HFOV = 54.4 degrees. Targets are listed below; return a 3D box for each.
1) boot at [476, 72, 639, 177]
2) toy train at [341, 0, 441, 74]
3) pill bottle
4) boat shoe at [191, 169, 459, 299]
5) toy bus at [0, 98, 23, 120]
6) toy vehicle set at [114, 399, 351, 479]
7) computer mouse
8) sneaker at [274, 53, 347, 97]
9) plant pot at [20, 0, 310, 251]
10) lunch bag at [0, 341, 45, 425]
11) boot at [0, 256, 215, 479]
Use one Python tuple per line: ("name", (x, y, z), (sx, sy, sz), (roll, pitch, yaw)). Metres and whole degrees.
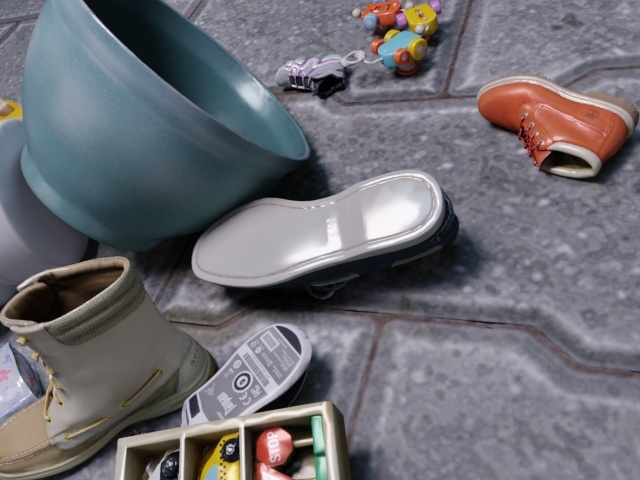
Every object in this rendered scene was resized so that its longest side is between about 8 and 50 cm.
("boot", (0.213, -0.111, 0.608), (0.157, 0.059, 0.085), (24, 68, 36))
("toy train", (0.092, -0.260, 0.805), (0.125, 0.046, 0.166), (-1, 47, 24))
("pill bottle", (-0.464, 0.003, 0.694), (0.360, 0.204, 0.204), (-17, 46, 8))
("boat shoe", (0.000, 0.000, 0.579), (0.254, 0.079, 0.095), (-17, 61, 20))
("toy bus", (-0.428, -0.150, 0.886), (0.190, 0.104, 0.202), (-14, 46, 11))
("toy vehicle set", (-0.054, 0.245, 0.384), (0.165, 0.035, 0.267), (-14, 55, 11))
("computer mouse", (-0.077, 0.149, 0.511), (0.193, 0.042, 0.106), (-40, 42, -6))
("sneaker", (-0.014, -0.204, 0.801), (0.098, 0.038, 0.069), (-12, 46, 14))
("plant pot", (-0.184, -0.115, 0.653), (0.196, 0.293, 0.293), (-46, 42, 17))
("lunch bag", (-0.310, 0.151, 0.600), (0.071, 0.053, 0.083), (-39, 37, -16))
("boot", (-0.215, 0.108, 0.516), (0.213, 0.165, 0.077), (-26, 45, -1))
